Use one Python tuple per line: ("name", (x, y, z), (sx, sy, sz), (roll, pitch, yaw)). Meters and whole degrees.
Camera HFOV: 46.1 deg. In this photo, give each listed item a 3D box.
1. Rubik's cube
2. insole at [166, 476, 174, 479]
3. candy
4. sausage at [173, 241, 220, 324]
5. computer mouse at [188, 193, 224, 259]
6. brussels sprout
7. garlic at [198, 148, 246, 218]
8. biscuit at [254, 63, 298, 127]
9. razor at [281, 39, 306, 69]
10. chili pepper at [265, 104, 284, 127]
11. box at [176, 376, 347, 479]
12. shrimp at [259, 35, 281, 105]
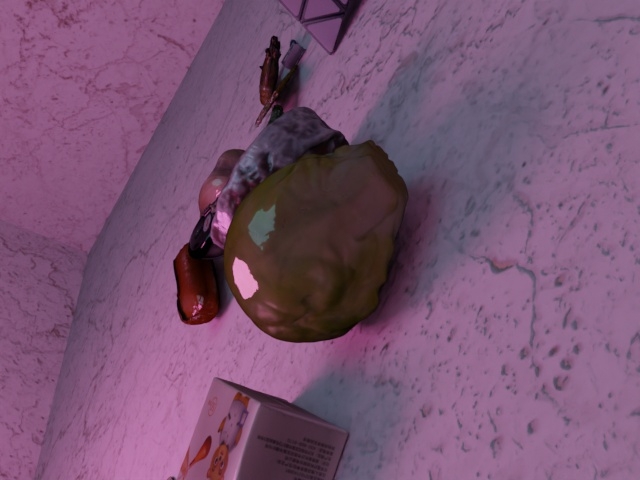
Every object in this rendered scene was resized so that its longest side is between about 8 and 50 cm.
("Rubik's cube", (-0.009, -0.604, 1.670), (0.228, 0.229, 0.233), (36, 80, 27))
("insole", (-0.294, 0.532, 1.472), (0.063, 0.010, 0.192), (-62, 22, 9))
("candy", (-0.061, -0.085, 1.297), (0.157, 0.214, 0.290), (35, 89, 23))
("sausage", (-0.289, 0.096, 1.776), (0.102, 0.102, 0.330), (-59, 23, 17))
("computer mouse", (-0.215, -0.037, 1.743), (0.233, 0.096, 0.137), (-41, 36, 31))
("brussels sprout", (-0.008, 0.010, 1.079), (0.316, 0.242, 0.274), (-41, 8, 47))
("garlic", (-0.240, -0.137, 1.884), (0.228, 0.110, 0.217), (-45, 27, 41))
("biscuit", (-0.113, -0.353, 1.857), (0.144, 0.016, 0.203), (-51, 10, 34))
("razor", (-0.070, -0.497, 1.957), (0.068, 0.040, 0.135), (-54, 19, 25))
("chili pepper", (-0.113, -0.241, 1.737), (0.059, 0.088, 0.227), (-28, 39, 35))
("box", (-0.118, 0.389, 1.056), (0.225, 0.143, 0.342), (0, 69, 66))
("shrimp", (-0.128, -0.455, 1.954), (0.217, 0.051, 0.150), (106, 176, -49))
